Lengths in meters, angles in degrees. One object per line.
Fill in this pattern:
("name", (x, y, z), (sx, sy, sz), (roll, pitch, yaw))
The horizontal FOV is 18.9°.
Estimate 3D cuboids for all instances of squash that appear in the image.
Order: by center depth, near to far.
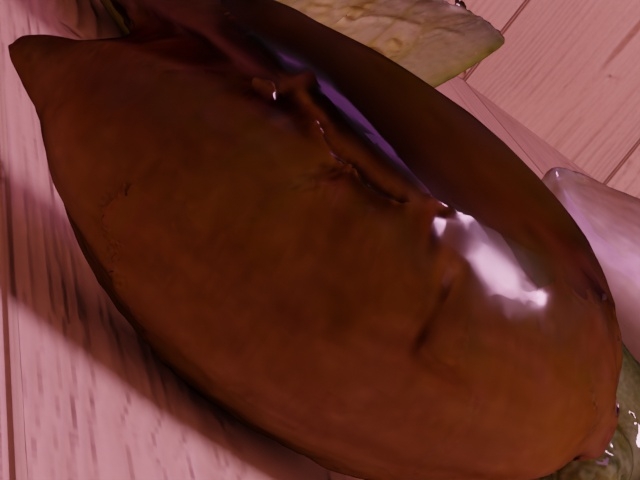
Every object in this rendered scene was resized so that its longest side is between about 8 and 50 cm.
("squash", (-0.042, -0.147, 1.092), (0.237, 0.204, 0.155), (20, 44, -58))

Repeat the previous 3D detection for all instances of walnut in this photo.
("walnut", (0.000, 0.000, 0.655), (0.245, 0.137, 0.137), (36, 11, -12))

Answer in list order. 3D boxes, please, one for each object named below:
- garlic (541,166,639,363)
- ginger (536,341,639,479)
("garlic", (0.213, 0.094, 1.028), (0.318, 0.112, 0.143), (45, 19, 2))
("ginger", (0.189, 0.136, 0.864), (0.290, 0.089, 0.137), (38, -9, -31))
